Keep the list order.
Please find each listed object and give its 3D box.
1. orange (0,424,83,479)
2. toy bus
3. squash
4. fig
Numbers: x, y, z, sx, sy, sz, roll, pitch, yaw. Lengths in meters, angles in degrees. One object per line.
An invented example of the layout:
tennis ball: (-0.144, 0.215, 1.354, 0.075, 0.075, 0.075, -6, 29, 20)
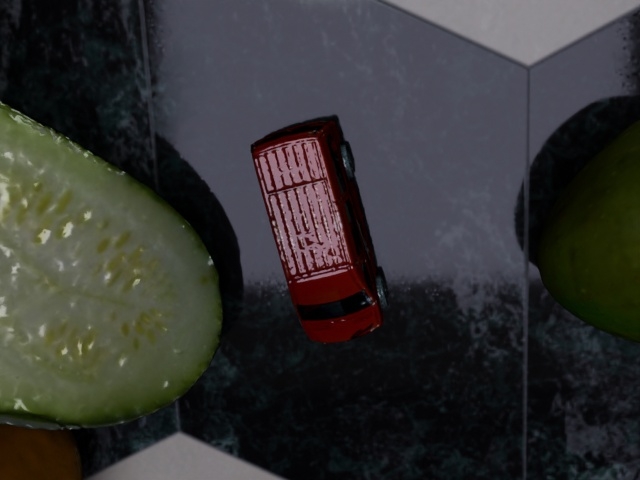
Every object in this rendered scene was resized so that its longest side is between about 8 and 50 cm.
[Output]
orange: (-0.327, 0.228, 0.721, 0.248, 0.183, 0.249, -9, 59, 16)
toy bus: (0.000, 0.000, 0.684, 0.081, 0.089, 0.195, -13, 101, 9)
squash: (-0.238, 0.033, 0.649, 0.308, 0.210, 0.234, 27, 83, 5)
fig: (0.263, -0.005, 0.621, 0.191, 0.181, 0.181, -21, 101, 32)
